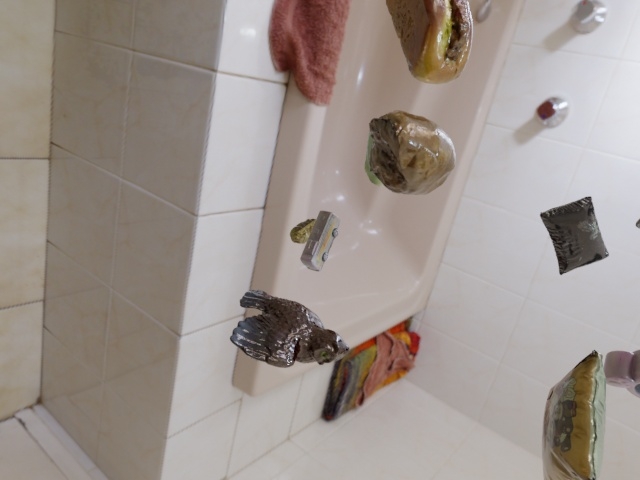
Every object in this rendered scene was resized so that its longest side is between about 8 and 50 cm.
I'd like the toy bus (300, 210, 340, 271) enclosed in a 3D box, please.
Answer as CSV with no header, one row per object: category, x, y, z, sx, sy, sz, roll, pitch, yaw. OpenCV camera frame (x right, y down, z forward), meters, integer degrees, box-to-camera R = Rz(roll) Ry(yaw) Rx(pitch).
toy bus,0.000,0.000,1.420,0.072,0.057,0.172,39,69,-49

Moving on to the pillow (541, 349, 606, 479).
pillow,0.624,0.464,1.221,0.312,0.119,0.310,75,28,-57

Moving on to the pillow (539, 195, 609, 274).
pillow,0.690,-0.013,1.333,0.208,0.141,0.055,61,14,-23

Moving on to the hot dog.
hot dog,0.351,-0.706,1.546,0.185,0.406,0.223,-6,159,-22

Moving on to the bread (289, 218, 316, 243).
bread,-0.054,-0.029,1.629,0.110,0.066,0.060,-36,165,-35

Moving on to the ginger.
ginger,0.265,-0.248,1.371,0.222,0.200,0.269,-23,146,-17

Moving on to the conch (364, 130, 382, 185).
conch,0.207,-0.305,1.599,0.137,0.143,0.250,-59,-176,-29

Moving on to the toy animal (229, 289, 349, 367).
toy animal,-0.045,0.142,0.813,0.218,0.179,0.116,-3,91,-65

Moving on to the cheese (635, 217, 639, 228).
cheese,0.893,-0.103,1.253,0.082,0.163,0.286,-61,159,-23

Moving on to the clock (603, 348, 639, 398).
clock,1.025,0.402,1.400,0.322,0.295,0.113,-34,-153,61
